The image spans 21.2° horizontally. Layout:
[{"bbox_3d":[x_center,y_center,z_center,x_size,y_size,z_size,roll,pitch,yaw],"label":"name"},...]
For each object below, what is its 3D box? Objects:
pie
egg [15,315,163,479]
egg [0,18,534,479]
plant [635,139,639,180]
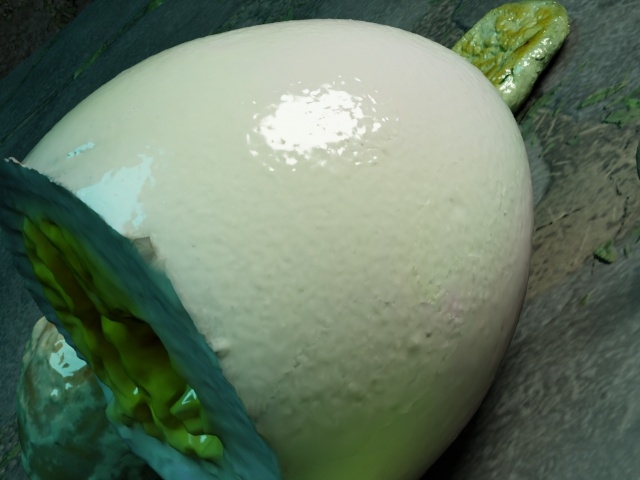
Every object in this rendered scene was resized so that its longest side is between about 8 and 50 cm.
[{"bbox_3d":[0.155,-0.156,1.600,0.187,0.041,0.187,-38,22,18],"label":"pie"},{"bbox_3d":[-0.164,0.129,1.469,0.195,0.195,0.233,-1,58,61],"label":"egg"},{"bbox_3d":[0.000,0.000,1.221,0.340,0.354,0.354,-36,17,-21],"label":"egg"},{"bbox_3d":[0.314,-0.095,1.074,0.146,0.149,0.274,-8,-9,-19],"label":"plant"}]
